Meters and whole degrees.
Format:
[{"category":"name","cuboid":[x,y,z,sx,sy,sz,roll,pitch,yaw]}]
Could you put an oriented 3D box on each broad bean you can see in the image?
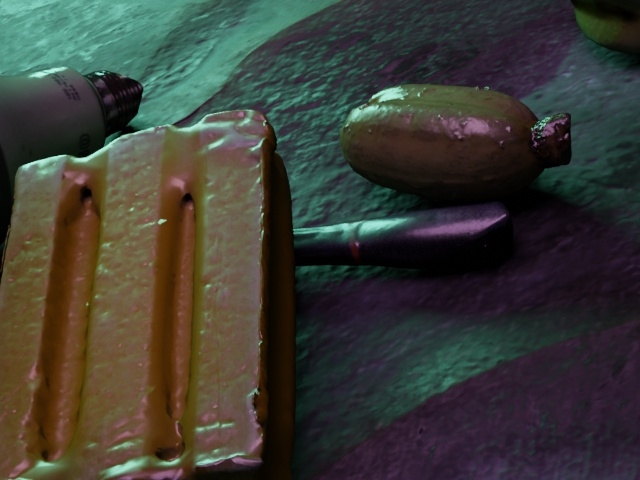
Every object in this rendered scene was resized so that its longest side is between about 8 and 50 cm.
[{"category":"broad bean","cuboid":[0.277,-0.215,1.348,0.153,0.072,0.207,14,36,36]}]

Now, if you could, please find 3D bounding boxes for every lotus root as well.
[{"category":"lotus root","cuboid":[0.098,-0.068,1.222,0.183,0.077,0.090,7,30,33]}]

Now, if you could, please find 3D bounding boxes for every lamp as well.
[{"category":"lamp","cuboid":[-0.270,-0.076,1.347,0.314,0.182,0.182,-28,35,-21]}]

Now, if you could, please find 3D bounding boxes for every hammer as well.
[{"category":"hammer","cuboid":[0.000,0.000,1.220,0.290,0.037,0.137,-6,40,22]}]

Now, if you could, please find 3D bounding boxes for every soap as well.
[{"category":"soap","cuboid":[-0.113,0.061,1.115,0.199,0.091,0.315,-14,43,11]}]
